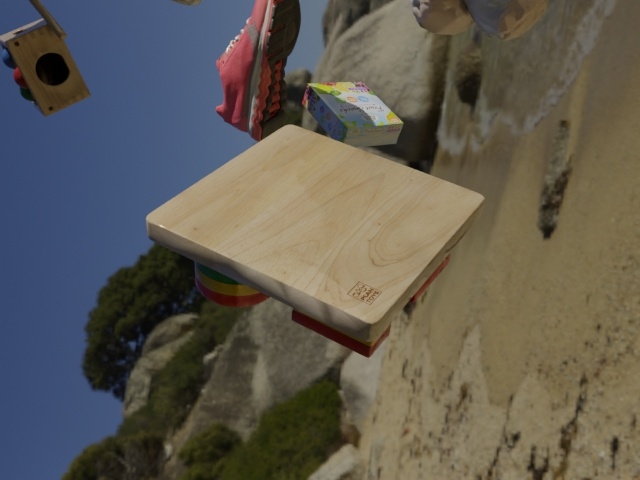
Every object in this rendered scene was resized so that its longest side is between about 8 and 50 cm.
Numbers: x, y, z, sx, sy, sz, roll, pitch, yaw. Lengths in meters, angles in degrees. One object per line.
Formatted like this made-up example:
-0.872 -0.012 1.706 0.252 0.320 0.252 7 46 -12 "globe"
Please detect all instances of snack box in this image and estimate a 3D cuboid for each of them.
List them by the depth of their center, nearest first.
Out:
0.080 -0.320 1.954 0.207 0.175 0.070 53 140 35 "snack box"

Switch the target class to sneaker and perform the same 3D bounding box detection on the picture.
-0.130 -0.335 1.408 0.116 0.136 0.313 -44 -29 -55 "sneaker"

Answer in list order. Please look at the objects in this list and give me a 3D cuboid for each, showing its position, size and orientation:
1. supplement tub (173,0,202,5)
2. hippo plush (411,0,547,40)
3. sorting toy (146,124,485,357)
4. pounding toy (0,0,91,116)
-0.305 -0.729 1.752 0.338 0.207 0.207 -61 7 24 "supplement tub"
0.156 -0.379 0.813 0.237 0.234 0.294 16 -109 -52 "hippo plush"
0.000 0.000 0.810 0.257 0.255 0.089 -42 -33 -46 "sorting toy"
-0.454 -0.305 1.213 0.181 0.094 0.206 32 148 58 "pounding toy"
